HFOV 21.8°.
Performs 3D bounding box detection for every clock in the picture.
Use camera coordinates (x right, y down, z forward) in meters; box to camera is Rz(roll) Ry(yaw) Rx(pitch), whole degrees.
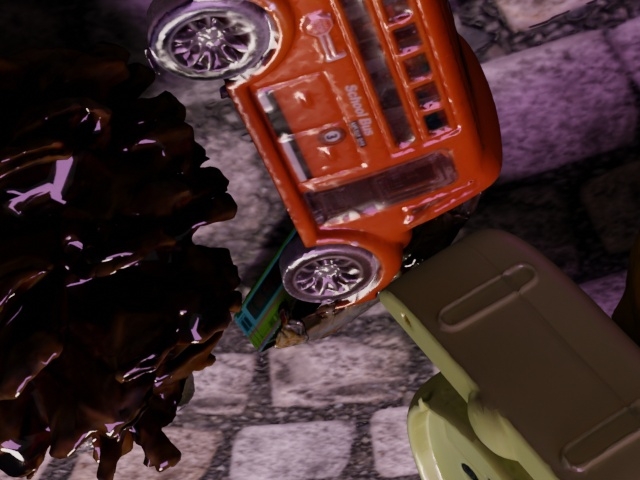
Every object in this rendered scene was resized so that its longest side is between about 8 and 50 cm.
[{"bbox_3d":[0.168,0.183,1.154,0.117,0.286,0.348,-30,141,-15],"label":"clock"}]

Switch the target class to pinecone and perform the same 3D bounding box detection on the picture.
[{"bbox_3d":[-0.151,0.002,0.929,0.243,0.257,0.243,-43,161,-19],"label":"pinecone"}]

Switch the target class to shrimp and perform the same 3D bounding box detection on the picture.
[{"bbox_3d":[0.035,0.017,1.128,0.148,0.035,0.195,-20,158,-46],"label":"shrimp"}]

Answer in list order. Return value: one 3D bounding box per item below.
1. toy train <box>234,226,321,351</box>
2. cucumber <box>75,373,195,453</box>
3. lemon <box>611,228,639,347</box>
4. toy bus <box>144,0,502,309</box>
[{"bbox_3d":[0.000,0.000,1.138,0.044,0.042,0.209,-26,161,-41],"label":"toy train"},{"bbox_3d":[-0.151,0.119,1.260,0.112,0.064,0.064,-20,144,10],"label":"cucumber"},{"bbox_3d":[0.334,0.057,1.101,0.285,0.285,0.316,-22,165,18],"label":"lemon"},{"bbox_3d":[0.008,-0.102,0.908,0.153,0.143,0.329,-15,144,7],"label":"toy bus"}]
